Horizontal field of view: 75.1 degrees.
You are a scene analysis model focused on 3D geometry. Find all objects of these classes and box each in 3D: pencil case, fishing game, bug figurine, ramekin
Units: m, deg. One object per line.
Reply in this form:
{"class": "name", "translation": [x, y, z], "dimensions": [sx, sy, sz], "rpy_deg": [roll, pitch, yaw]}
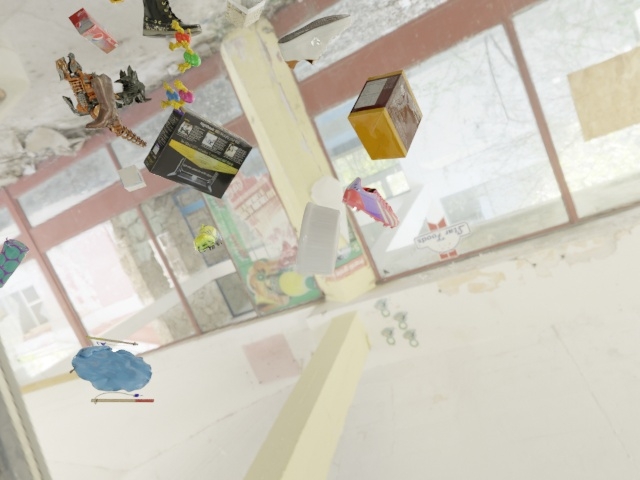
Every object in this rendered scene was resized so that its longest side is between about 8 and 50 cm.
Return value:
{"class": "pencil case", "translation": [-0.939, 0.069, 1.234], "dimensions": [0.152, 0.070, 0.064], "rpy_deg": [-56, -147, -4]}
{"class": "fishing game", "translation": [-0.506, 0.317, 1.010], "dimensions": [0.189, 0.041, 0.264], "rpy_deg": [19, -171, -40]}
{"class": "bug figurine", "translation": [-0.451, -0.548, 1.355], "dimensions": [0.072, 0.279, 0.216], "rpy_deg": [-1, -145, -38]}
{"class": "ramekin", "translation": [0.000, 0.000, 1.563], "dimensions": [0.135, 0.278, 0.277], "rpy_deg": [8, -168, 4]}

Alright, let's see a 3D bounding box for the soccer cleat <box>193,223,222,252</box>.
{"class": "soccer cleat", "translation": [-0.516, -0.017, 1.854], "dimensions": [0.093, 0.121, 0.289], "rpy_deg": [-29, -179, 0]}

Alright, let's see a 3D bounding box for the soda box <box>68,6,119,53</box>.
{"class": "soda box", "translation": [-1.056, -0.977, 1.952], "dimensions": [0.083, 0.092, 0.263], "rpy_deg": [-34, -173, 0]}

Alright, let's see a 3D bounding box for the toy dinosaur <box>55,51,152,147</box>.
{"class": "toy dinosaur", "translation": [-0.682, -0.449, 1.340], "dimensions": [0.164, 0.322, 0.218], "rpy_deg": [33, -112, 31]}

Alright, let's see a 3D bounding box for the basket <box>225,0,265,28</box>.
{"class": "basket", "translation": [-0.346, -1.061, 1.905], "dimensions": [0.167, 0.113, 0.103], "rpy_deg": [-58, -178, -39]}

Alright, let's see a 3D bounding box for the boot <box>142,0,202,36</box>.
{"class": "boot", "translation": [-0.563, -0.853, 1.547], "dimensions": [0.236, 0.179, 0.085], "rpy_deg": [3, -161, 11]}

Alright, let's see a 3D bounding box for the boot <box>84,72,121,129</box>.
{"class": "boot", "translation": [-0.496, -0.310, 0.927], "dimensions": [0.037, 0.114, 0.106], "rpy_deg": [5, -154, 12]}

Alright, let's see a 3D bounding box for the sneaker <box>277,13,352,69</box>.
{"class": "sneaker", "translation": [-0.010, -0.708, 1.488], "dimensions": [0.290, 0.123, 0.106], "rpy_deg": [-29, -139, -8]}

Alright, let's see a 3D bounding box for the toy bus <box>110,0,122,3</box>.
{"class": "toy bus", "translation": [-0.783, -0.991, 1.590], "dimensions": [0.211, 0.149, 0.220], "rpy_deg": [-32, -159, 53]}

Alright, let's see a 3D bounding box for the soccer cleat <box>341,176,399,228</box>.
{"class": "soccer cleat", "translation": [0.173, -0.111, 1.287], "dimensions": [0.095, 0.247, 0.083], "rpy_deg": [-59, -144, 12]}

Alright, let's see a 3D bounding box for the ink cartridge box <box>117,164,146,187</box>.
{"class": "ink cartridge box", "translation": [-0.949, -0.311, 2.101], "dimensions": [0.089, 0.092, 0.143], "rpy_deg": [-22, -179, -14]}

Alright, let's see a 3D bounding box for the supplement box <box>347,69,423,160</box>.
{"class": "supplement box", "translation": [0.213, -0.395, 1.328], "dimensions": [0.129, 0.191, 0.194], "rpy_deg": [4, -122, 39]}

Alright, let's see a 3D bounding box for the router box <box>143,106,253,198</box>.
{"class": "router box", "translation": [-0.429, -0.308, 1.491], "dimensions": [0.308, 0.081, 0.243], "rpy_deg": [21, 110, -51]}
